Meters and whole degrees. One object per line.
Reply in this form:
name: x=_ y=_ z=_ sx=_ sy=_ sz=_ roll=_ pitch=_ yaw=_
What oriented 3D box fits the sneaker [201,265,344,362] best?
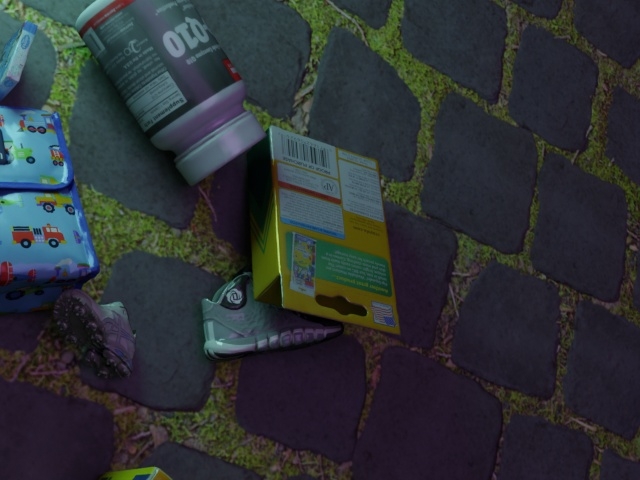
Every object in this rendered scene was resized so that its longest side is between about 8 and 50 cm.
sneaker: x=-0.072 y=0.099 z=1.553 sx=0.228 sy=0.086 sz=0.132 roll=-6 pitch=78 yaw=-33

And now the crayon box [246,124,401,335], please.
crayon box: x=0.000 y=0.000 z=1.574 sx=0.203 sy=0.083 sz=0.323 roll=16 pitch=50 yaw=-28

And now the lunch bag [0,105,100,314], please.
lunch bag: x=-0.433 y=-0.060 z=1.360 sx=0.220 sy=0.138 sz=0.293 roll=-2 pitch=66 yaw=-31

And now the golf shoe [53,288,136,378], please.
golf shoe: x=-0.294 y=0.106 z=1.390 sx=0.176 sy=0.069 sz=0.086 roll=72 pitch=27 yaw=-48

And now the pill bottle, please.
pill bottle: x=-0.208 y=-0.233 z=1.510 sx=0.161 sy=0.161 sz=0.283 roll=-38 pitch=98 yaw=-34

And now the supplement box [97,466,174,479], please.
supplement box: x=-0.170 y=0.474 z=1.317 sx=0.356 sy=0.195 sz=0.194 roll=46 pitch=58 yaw=-15

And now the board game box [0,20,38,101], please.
board game box: x=-0.418 y=-0.241 z=1.422 sx=0.020 sy=0.090 sz=0.090 roll=22 pitch=65 yaw=-28
